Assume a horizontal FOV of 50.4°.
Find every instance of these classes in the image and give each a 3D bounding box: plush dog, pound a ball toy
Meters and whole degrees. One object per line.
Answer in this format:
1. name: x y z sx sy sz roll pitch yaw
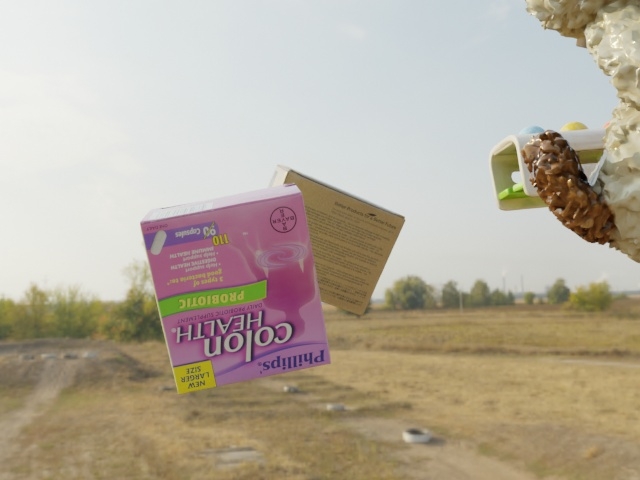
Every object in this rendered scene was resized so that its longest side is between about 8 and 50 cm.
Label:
1. plush dog: 0.259 -0.083 0.429 0.262 0.225 0.210 7 24 -6
2. pound a ball toy: 0.470 -0.146 1.126 0.319 0.136 0.208 -6 -8 -9

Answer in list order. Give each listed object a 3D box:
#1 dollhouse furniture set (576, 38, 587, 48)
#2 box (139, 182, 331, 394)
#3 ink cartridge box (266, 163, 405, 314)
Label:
1. dollhouse furniture set: 0.492 -0.474 1.293 0.123 0.151 0.144 25 49 33
2. box: -0.114 0.062 0.944 0.213 0.243 0.117 -10 13 -5
3. ink cartridge box: 0.000 0.000 1.176 0.234 0.193 0.088 21 6 -22
